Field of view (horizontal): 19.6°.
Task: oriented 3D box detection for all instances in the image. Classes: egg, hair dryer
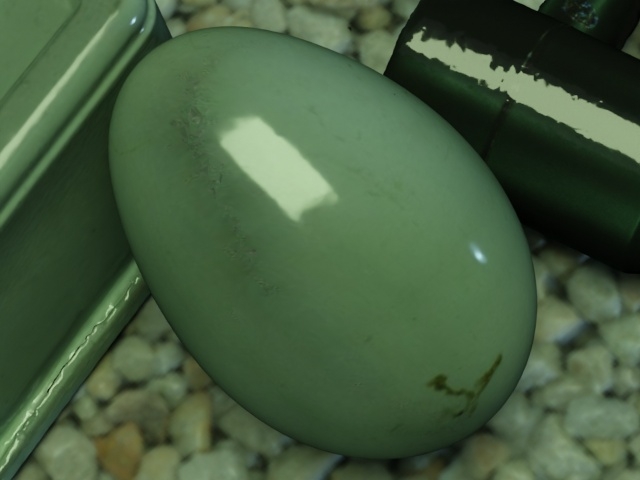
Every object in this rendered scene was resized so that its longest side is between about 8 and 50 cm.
[{"bbox_3d":[0.000,0.000,0.967,0.264,0.183,0.183,46,74,-15],"label":"egg"},{"bbox_3d":[0.204,-0.120,1.076,0.244,0.116,0.302,27,64,13],"label":"hair dryer"}]

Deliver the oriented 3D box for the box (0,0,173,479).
[{"bbox_3d":[-0.194,-0.024,1.018,0.175,0.182,0.312,30,71,17],"label":"box"}]
